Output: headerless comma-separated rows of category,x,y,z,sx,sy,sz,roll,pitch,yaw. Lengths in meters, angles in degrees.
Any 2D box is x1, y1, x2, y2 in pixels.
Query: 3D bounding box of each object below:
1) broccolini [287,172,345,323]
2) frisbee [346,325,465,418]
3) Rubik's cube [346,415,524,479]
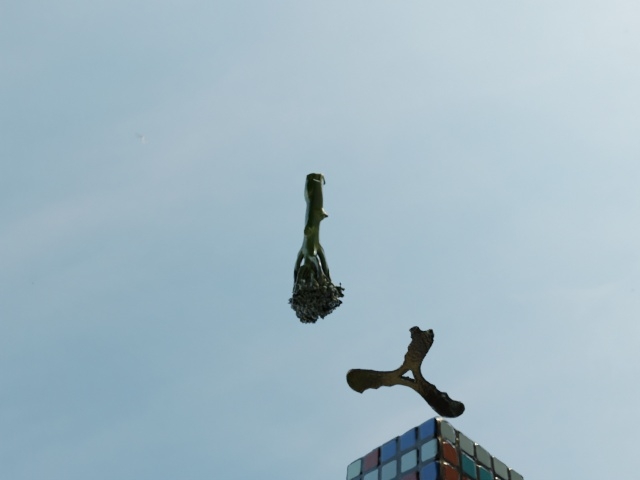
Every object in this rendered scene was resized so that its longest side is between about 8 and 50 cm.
broccolini,0.000,-0.002,0.880,0.067,0.058,0.216,41,-137,-38
frisbee,0.158,0.216,1.205,0.210,0.188,0.012,19,-146,6
Rubik's cube,0.151,0.378,0.949,0.187,0.184,0.182,38,-147,-19
